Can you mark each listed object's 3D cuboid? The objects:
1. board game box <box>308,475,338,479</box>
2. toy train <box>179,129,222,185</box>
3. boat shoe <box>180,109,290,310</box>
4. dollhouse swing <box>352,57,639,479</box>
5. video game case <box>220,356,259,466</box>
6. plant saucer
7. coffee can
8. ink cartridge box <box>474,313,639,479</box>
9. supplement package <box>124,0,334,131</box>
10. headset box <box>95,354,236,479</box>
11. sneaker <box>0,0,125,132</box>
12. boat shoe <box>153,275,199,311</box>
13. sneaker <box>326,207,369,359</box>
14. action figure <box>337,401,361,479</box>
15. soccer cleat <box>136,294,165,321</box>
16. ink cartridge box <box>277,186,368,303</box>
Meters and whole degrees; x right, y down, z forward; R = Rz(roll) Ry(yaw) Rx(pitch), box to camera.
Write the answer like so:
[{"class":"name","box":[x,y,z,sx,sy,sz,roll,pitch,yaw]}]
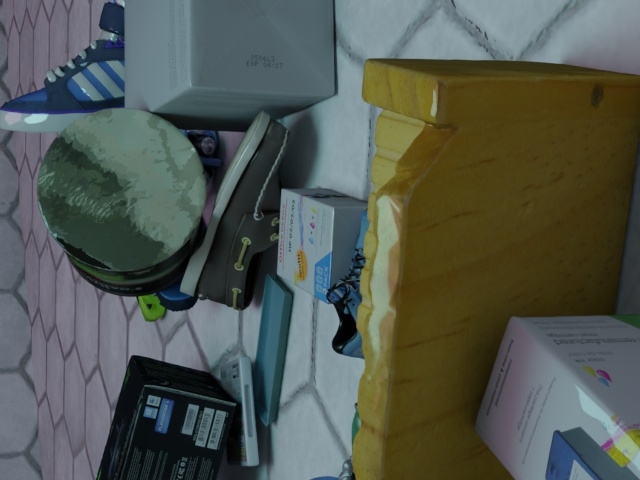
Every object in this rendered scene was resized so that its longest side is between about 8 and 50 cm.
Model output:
[{"class":"board game box","box":[0.019,0.347,1.167,0.133,0.033,0.168,8,87,43]},{"class":"toy train","box":[-0.222,-0.118,1.605,0.184,0.080,0.105,4,90,49]},{"class":"boat shoe","box":[-0.090,-0.027,1.332,0.116,0.097,0.324,-69,4,-46]},{"class":"dollhouse swing","box":[0.052,0.029,0.818,0.305,0.315,0.346,18,109,44]},{"class":"video game case","box":[-0.113,0.238,1.458,0.157,0.019,0.143,144,122,-71]},{"class":"plant saucer","box":[-0.064,0.142,1.375,0.067,0.018,0.192,-138,51,-58]},{"class":"coffee can","box":[-0.253,-0.041,1.387,0.275,0.202,0.201,127,138,-78]},{"class":"ink cartridge box","box":[0.211,0.131,0.602,0.212,0.154,0.093,-127,44,-54]},{"class":"supplement package","box":[-0.123,-0.241,1.298,0.293,0.178,0.175,173,96,-65]},{"class":"headset box","box":[-0.231,0.308,1.499,0.283,0.131,0.246,-167,92,-76]},{"class":"sneaker","box":[-0.329,-0.287,1.584,0.130,0.323,0.236,-129,34,-80]},{"class":"boat shoe","box":[-0.215,0.026,1.633,0.258,0.109,0.089,-95,12,-52]},{"class":"sneaker","box":[0.044,0.047,1.065,0.063,0.073,0.162,-153,65,-63]},{"class":"action figure","box":[0.027,0.283,1.090,0.137,0.064,0.232,-126,50,-63]},{"class":"soccer cleat","box":[-0.313,0.058,1.871,0.072,0.060,0.178,136,126,-60]},{"class":"ink cartridge box","box":[0.000,0.000,1.175,0.181,0.062,0.104,-156,68,-64]}]
